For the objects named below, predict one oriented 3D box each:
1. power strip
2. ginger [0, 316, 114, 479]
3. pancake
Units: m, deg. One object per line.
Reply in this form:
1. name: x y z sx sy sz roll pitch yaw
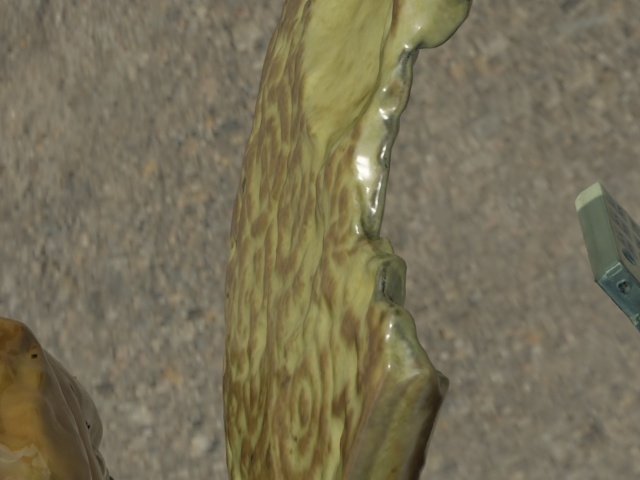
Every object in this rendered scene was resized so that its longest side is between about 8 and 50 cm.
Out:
1. power strip: 0.133 0.007 0.822 0.016 0.090 0.040 -38 111 18
2. ginger: -0.206 0.123 0.915 0.200 0.269 0.223 -18 120 -3
3. pancake: 0.000 0.000 0.555 0.029 0.212 0.235 9 82 -15
